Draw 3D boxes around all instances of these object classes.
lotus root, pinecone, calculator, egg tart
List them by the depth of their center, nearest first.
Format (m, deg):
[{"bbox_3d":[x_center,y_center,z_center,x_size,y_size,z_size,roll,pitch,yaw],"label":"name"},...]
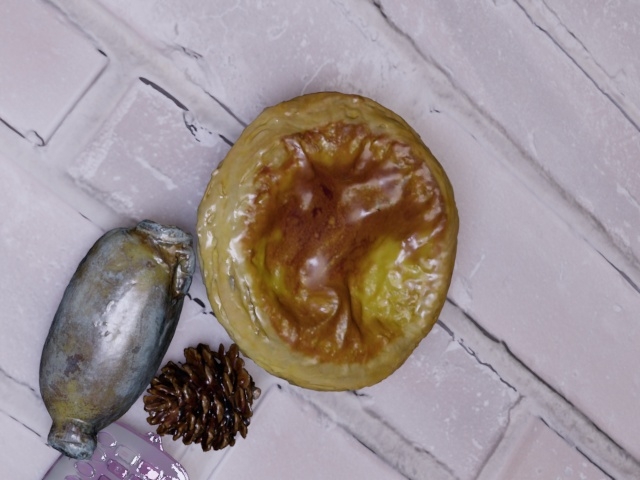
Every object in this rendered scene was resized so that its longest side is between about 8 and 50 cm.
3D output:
[{"bbox_3d":[-0.292,0.130,1.789,0.175,0.175,0.349,27,86,-25],"label":"lotus root"},{"bbox_3d":[-0.311,0.392,1.817,0.194,0.043,0.294,35,86,7],"label":"calculator"},{"bbox_3d":[-0.171,0.226,1.859,0.174,0.173,0.173,-2,95,-26],"label":"pinecone"},{"bbox_3d":[0.000,0.000,1.907,0.443,0.178,0.443,-2,94,-30],"label":"egg tart"}]
